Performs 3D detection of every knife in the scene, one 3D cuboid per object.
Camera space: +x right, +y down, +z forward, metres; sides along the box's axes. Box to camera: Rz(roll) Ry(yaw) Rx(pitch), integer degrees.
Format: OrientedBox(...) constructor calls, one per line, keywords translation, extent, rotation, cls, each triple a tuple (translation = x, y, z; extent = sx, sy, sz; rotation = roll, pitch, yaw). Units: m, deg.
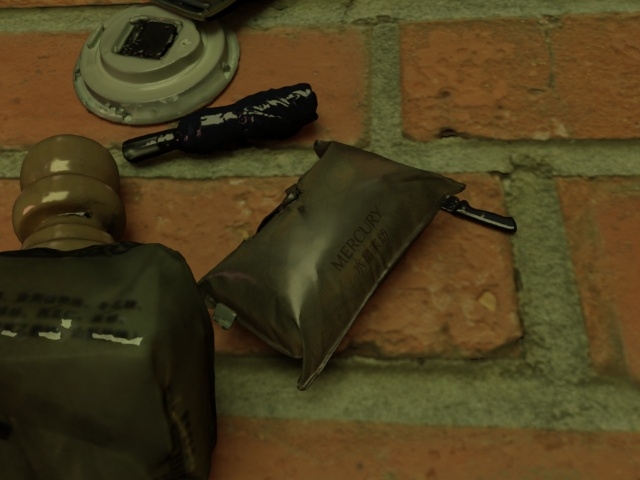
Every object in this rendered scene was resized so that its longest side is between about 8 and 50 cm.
OrientedBox(translation=(0.139, -0.044, 0.667), extent=(0.170, 0.010, 0.023), rotation=(21, 63, 19), cls="knife")

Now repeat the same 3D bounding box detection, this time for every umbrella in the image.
OrientedBox(translation=(-0.122, -0.132, 0.719), extent=(0.248, 0.071, 0.071), rotation=(-18, 58, -1), cls="umbrella")

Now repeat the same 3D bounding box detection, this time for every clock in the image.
OrientedBox(translation=(-0.231, -0.260, 0.810), extent=(0.236, 0.053, 0.237), rotation=(-3, 57, 4), cls="clock")

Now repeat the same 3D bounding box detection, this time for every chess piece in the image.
OrientedBox(translation=(-0.258, -0.005, 0.618), extent=(0.142, 0.143, 0.261), rotation=(-15, 51, -4), cls="chess piece")

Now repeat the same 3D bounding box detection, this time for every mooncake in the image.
OrientedBox(translation=(-0.204, 0.120, 0.461), extent=(0.254, 0.250, 0.136), rotation=(-1, 39, 0), cls="mooncake")

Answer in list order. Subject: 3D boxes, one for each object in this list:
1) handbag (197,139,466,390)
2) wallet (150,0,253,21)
OrientedBox(translation=(0.000, 0.000, 0.595), extent=(0.182, 0.117, 0.270), rotation=(27, 65, 29), cls="handbag")
OrientedBox(translation=(-0.145, -0.410, 0.861), extent=(0.176, 0.075, 0.250), rotation=(28, 51, 21), cls="wallet")
